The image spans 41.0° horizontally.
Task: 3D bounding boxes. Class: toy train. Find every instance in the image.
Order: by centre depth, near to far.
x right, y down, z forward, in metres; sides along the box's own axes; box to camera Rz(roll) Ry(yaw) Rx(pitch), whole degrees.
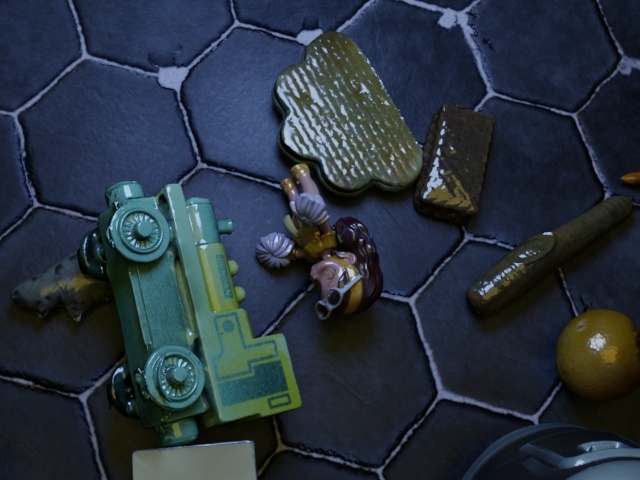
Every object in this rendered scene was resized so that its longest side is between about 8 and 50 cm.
[{"bbox_3d":[-0.184,0.086,1.173,0.237,0.150,0.369,-8,77,-33],"label":"toy train"}]

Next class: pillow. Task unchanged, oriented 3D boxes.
[{"bbox_3d":[-0.321,0.049,1.239,0.241,0.051,0.093,-30,84,-17],"label":"pillow"}]

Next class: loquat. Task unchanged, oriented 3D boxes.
[{"bbox_3d":[0.414,0.170,1.258,0.141,0.141,0.141,2,74,-7],"label":"loquat"}]

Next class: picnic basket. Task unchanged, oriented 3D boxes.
[{"bbox_3d":[0.216,-0.126,1.357,0.110,0.055,0.194,15,71,-3],"label":"picnic basket"}]

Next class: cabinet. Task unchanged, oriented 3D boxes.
[{"bbox_3d":[-0.153,0.339,1.096,0.150,0.206,0.145,-4,75,-8],"label":"cabinet"}]

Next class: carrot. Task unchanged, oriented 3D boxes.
[{"bbox_3d":[0.366,0.010,1.334,0.342,0.070,0.070,-32,80,-16],"label":"carrot"},{"bbox_3d":[0.581,-0.107,1.411,0.190,0.037,0.037,-3,75,-4],"label":"carrot"}]

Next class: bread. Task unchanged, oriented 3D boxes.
[{"bbox_3d":[0.025,-0.186,1.347,0.207,0.056,0.287,-23,78,-15],"label":"bread"}]

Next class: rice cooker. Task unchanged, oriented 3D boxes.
[{"bbox_3d":[0.338,0.400,1.082,0.335,0.325,0.335,0,89,-7],"label":"rice cooker"}]

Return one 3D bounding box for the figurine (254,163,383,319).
[{"bbox_3d":[0.001,0.001,1.251,0.115,0.175,0.240,-21,69,-39],"label":"figurine"}]
